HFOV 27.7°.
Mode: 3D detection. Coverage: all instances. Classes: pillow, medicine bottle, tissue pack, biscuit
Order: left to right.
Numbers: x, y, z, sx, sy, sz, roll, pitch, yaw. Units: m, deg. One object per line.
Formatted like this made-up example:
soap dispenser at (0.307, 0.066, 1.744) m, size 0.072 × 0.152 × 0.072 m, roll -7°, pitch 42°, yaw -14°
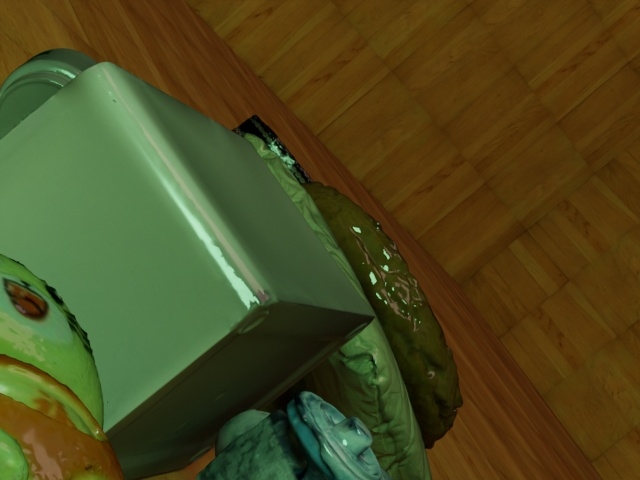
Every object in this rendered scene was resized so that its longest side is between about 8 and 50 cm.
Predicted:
medicine bottle at (-0.199, -0.097, 0.965) m, size 0.080 × 0.080 × 0.130 m, roll 48°, pitch 8°, yaw -12°
tissue pack at (-0.089, 0.031, 0.677) m, size 0.136 × 0.159 × 0.246 m, roll 53°, pitch 7°, yaw 12°
pillow at (0.006, 0.093, 1.023) m, size 0.280 × 0.076 × 0.274 m, roll 76°, pitch -11°, yaw -46°
biscuit at (0.038, 0.066, 1.199) m, size 0.296 × 0.075 × 0.296 m, roll 55°, pitch -15°, yaw 22°

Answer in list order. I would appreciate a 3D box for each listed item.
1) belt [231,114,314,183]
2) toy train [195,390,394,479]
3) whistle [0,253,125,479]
belt at (0.000, 0.000, 1.621) m, size 0.359 × 0.094 × 0.126 m, roll 49°, pitch 8°, yaw 2°
toy train at (0.035, 0.207, 0.619) m, size 0.202 × 0.131 × 0.299 m, roll 48°, pitch 8°, yaw -31°
whistle at (-0.119, 0.084, 0.415) m, size 0.131 × 0.106 × 0.288 m, roll 38°, pitch 12°, yaw -30°
